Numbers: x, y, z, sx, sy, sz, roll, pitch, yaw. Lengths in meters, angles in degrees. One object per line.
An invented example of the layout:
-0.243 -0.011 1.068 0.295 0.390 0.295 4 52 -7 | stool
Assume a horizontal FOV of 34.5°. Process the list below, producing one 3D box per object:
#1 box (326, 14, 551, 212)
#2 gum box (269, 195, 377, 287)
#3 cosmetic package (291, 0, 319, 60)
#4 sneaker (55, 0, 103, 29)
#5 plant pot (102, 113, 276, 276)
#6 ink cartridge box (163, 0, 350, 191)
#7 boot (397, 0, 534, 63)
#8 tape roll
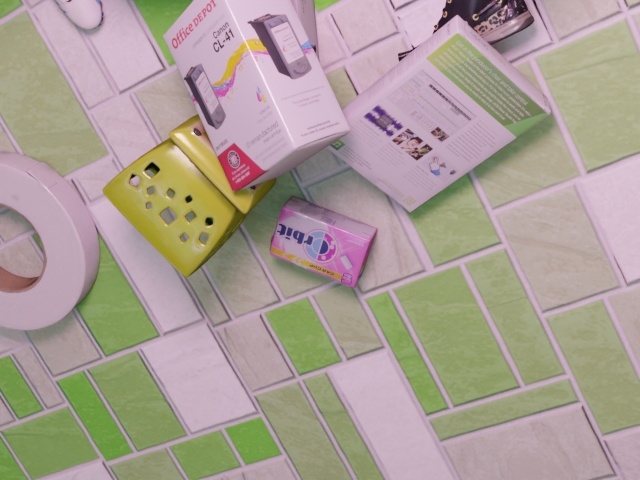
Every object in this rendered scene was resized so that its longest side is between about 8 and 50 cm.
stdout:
0.190 -0.204 1.743 0.232 0.059 0.322 36 128 -27 | box
0.000 0.000 1.951 0.188 0.062 0.107 22 118 8 | gum box
-0.043 -0.344 1.794 0.060 0.099 0.239 1 114 16 | cosmetic package
-0.486 -0.487 1.885 0.085 0.086 0.237 -27 104 25 | sneaker
-0.223 -0.104 1.894 0.207 0.228 0.227 -42 95 23 | plant pot
-0.112 -0.265 1.718 0.226 0.131 0.306 -29 87 54 | ink cartridge box
0.214 -0.393 1.699 0.236 0.085 0.179 -18 102 25 | boot
-0.651 0.003 2.165 0.391 0.072 0.392 7 114 16 | tape roll
